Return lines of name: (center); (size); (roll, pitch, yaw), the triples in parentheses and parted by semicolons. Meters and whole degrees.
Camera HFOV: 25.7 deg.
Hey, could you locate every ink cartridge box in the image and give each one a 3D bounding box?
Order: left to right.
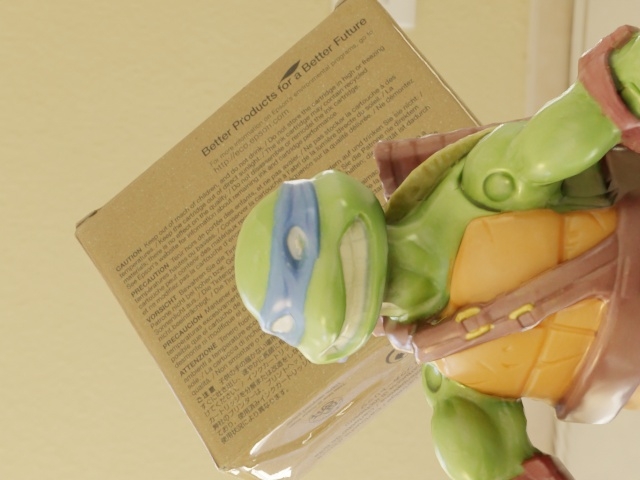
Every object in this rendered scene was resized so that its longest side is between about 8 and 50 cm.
ink cartridge box: (0.000, 0.000, 0.830); (0.235, 0.088, 0.193); (-39, 60, 8)

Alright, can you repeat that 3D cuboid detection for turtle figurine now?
turtle figurine: (0.123, 0.033, 0.369); (0.275, 0.266, 0.198); (146, 125, -68)
